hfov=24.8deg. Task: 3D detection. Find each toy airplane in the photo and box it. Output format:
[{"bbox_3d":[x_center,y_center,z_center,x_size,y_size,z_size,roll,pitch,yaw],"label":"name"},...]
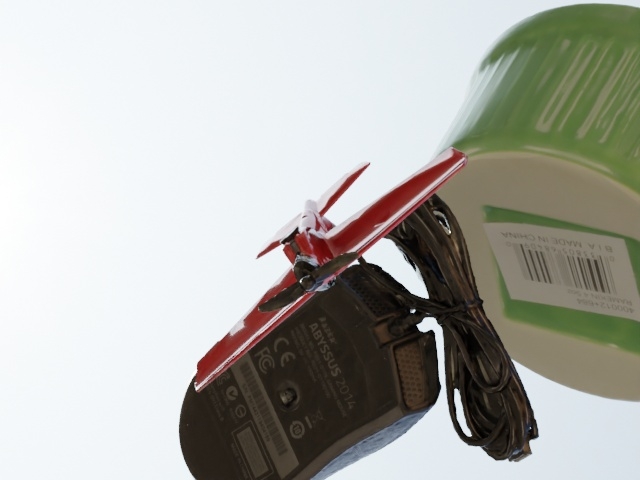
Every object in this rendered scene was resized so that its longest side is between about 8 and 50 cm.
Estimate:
[{"bbox_3d":[0.000,0.000,0.621,0.028,0.151,0.151,49,-49,-6],"label":"toy airplane"}]

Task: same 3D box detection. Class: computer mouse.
[{"bbox_3d":[0.019,0.100,1.002,0.272,0.072,0.188,-30,-106,29],"label":"computer mouse"}]

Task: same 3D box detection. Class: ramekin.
[{"bbox_3d":[0.218,-0.016,1.112,0.303,0.148,0.303,25,-35,19],"label":"ramekin"}]
